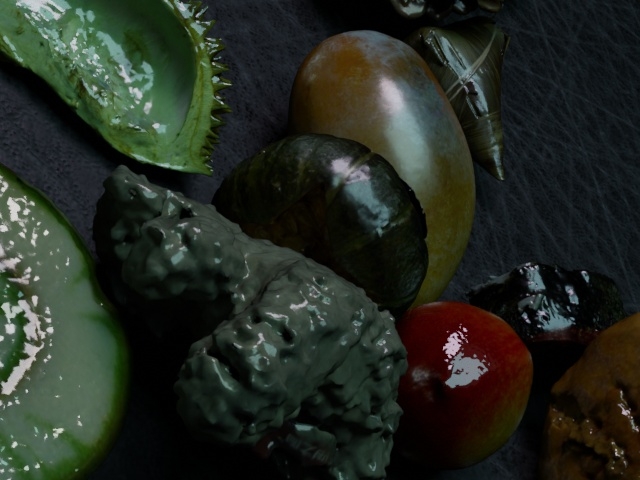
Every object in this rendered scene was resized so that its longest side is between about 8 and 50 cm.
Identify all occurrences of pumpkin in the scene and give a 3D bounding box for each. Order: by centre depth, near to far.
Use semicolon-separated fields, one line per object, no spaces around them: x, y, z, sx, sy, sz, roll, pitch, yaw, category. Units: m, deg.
0.000;-0.002;1.399;0.238;0.238;0.159;44;29;-3;pumpkin

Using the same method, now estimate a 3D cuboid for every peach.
0.132;0.153;1.421;0.197;0.197;0.197;25;43;-25;peach

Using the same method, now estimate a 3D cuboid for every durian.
-0.258;-0.227;1.491;0.394;0.163;0.198;35;78;-8;durian

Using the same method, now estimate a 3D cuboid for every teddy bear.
-0.093;0.082;1.252;0.367;0.224;0.357;30;-16;32;teddy bear

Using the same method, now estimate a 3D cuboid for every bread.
-0.336;0.085;1.089;0.366;0.129;0.382;29;42;-26;bread
0.362;0.251;1.542;0.194;0.179;0.340;21;67;-36;bread

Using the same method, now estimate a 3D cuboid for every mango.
0.072;-0.079;1.571;0.221;0.199;0.384;18;58;-42;mango

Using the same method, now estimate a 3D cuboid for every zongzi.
0.236;-0.209;1.911;0.241;0.111;0.248;58;36;3;zongzi

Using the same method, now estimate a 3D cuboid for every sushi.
0.291;0.101;1.657;0.225;0.136;0.126;17;55;-39;sushi

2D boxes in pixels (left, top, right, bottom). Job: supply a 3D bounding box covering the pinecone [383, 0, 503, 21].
0.167;-0.508;1.861;0.384;0.384;0.384;25;43;-25;pinecone
